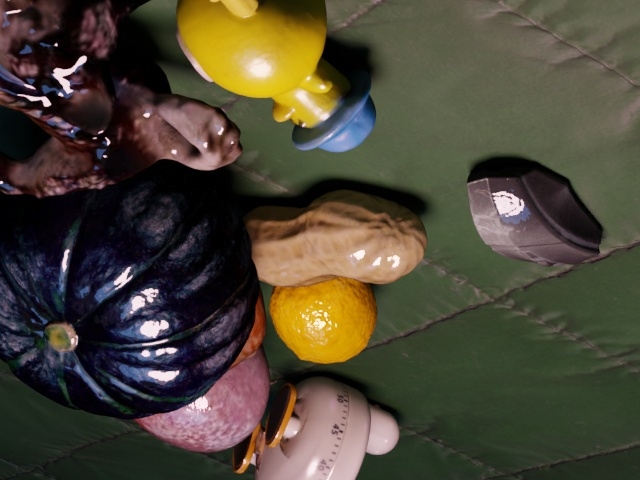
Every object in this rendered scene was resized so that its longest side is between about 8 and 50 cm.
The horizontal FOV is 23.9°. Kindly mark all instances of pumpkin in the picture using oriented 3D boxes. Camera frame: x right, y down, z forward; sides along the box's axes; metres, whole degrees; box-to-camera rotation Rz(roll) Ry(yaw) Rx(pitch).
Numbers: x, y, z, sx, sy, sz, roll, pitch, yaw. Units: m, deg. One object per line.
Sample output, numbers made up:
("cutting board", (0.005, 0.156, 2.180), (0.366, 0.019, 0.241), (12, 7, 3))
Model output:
("pumpkin", (-0.253, 0.040, 1.830), (0.363, 0.266, 0.363), (16, 128, 22))

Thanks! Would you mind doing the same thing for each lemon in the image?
("lemon", (0.007, 0.093, 2.018), (0.142, 0.142, 0.187), (-2, 146, 26))

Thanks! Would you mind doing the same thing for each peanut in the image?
("peanut", (0.000, 0.000, 1.871), (0.274, 0.111, 0.125), (-6, 143, 32))

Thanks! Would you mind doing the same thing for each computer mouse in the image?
("computer mouse", (0.246, -0.013, 1.784), (0.126, 0.071, 0.231), (-5, 149, 31))

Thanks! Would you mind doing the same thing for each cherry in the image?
("cherry", (-0.182, 0.199, 2.207), (0.285, 0.213, 0.236), (13, 174, -35))

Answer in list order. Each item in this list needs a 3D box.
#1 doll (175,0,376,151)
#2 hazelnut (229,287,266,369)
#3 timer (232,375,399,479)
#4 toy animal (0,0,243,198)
("doll", (-0.051, -0.198, 1.504), (0.199, 0.145, 0.363), (44, 180, 30))
("hazelnut", (-0.151, 0.091, 2.049), (0.182, 0.182, 0.182), (10, 153, 5))
("timer", (0.008, 0.335, 2.396), (0.240, 0.233, 0.233), (25, 151, -18))
("toy animal", (-0.244, -0.182, 1.543), (0.302, 0.194, 0.344), (11, 157, 17))
